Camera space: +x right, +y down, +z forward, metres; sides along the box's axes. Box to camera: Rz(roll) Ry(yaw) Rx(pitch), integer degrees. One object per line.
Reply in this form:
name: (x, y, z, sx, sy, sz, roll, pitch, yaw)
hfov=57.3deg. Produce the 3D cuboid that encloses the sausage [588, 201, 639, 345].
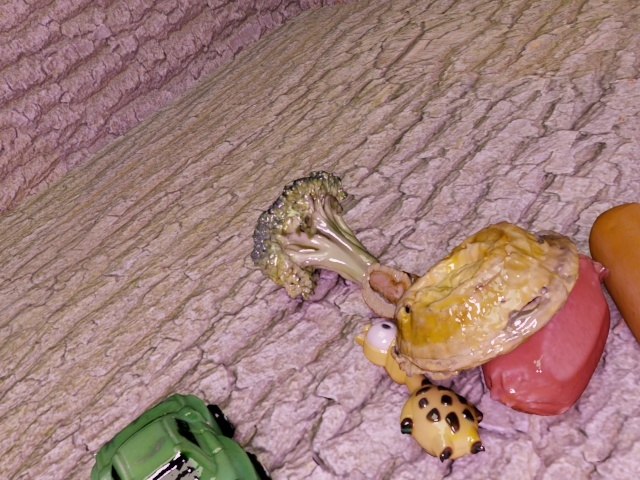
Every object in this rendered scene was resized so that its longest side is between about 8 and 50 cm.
sausage: (0.454, 0.080, 0.764, 0.116, 0.134, 0.354, 5, 34, 0)

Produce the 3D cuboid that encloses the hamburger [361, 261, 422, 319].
hamburger: (0.143, 0.099, 0.990, 0.176, 0.102, 0.087, 7, 75, 67)

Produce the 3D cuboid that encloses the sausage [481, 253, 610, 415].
sausage: (0.305, 0.128, 0.786, 0.148, 0.148, 0.254, 9, 40, 41)

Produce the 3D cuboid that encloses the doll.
doll: (0.138, 0.200, 0.842, 0.117, 0.086, 0.291, 1, 27, -18)

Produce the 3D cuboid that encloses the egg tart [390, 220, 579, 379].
egg tart: (0.199, 0.065, 0.773, 0.279, 0.095, 0.279, -36, 10, 8)

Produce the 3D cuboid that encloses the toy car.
toy car: (-0.192, 0.329, 0.783, 0.213, 0.176, 0.359, -35, 33, -18)

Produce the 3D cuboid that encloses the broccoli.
broccoli: (0.000, 0.000, 1.115, 0.243, 0.247, 0.263, 29, 12, 15)
